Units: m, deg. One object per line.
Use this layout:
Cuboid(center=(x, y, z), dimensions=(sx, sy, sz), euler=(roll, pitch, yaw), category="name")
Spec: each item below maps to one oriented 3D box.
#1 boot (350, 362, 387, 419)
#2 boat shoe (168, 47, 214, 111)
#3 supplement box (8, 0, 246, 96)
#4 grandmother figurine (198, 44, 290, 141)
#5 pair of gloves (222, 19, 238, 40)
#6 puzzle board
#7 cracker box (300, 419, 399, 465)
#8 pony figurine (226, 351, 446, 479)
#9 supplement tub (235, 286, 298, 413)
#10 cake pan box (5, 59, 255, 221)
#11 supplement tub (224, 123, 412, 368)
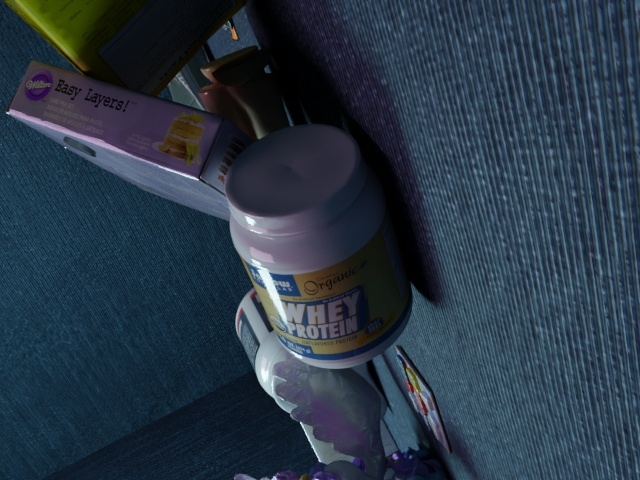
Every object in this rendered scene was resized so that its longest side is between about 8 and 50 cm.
Cuboid(center=(0.031, 0.217, 1.529), dimensions=(0.123, 0.095, 0.258), euler=(43, 161, 52), category="boot")
Cuboid(center=(-0.236, -0.313, 1.632), dimensions=(0.320, 0.103, 0.118), euler=(60, 155, -15), category="boat shoe")
Cuboid(center=(-0.228, -0.293, 0.825), dimensions=(0.195, 0.194, 0.356), euler=(42, 176, 9), category="supplement box")
Cuboid(center=(-0.047, -0.067, 1.075), dimensions=(0.208, 0.104, 0.343), euler=(-121, 9, -69), category="grandmother figurine")
Cuboid(center=(-0.138, -0.316, 1.185), dimensions=(0.083, 0.010, 0.074), euler=(52, 167, 54), category="pair of gloves")
Cuboid(center=(0.132, 0.207, 1.115), dimensions=(0.096, 0.011, 0.128), euler=(55, 170, 51), category="puzzle board")
Cuboid(center=(0.053, 0.396, 1.783), dimensions=(0.232, 0.155, 0.067), euler=(63, 173, 10), category="cracker box")
Cuboid(center=(0.042, 0.369, 1.271), dimensions=(0.350, 0.303, 0.363), euler=(25, -172, -1), category="pony figurine")
Cuboid(center=(-0.054, 0.209, 1.738), dimensions=(0.191, 0.191, 0.272), euler=(67, 172, -30), category="supplement tub")
Cuboid(center=(-0.148, -0.082, 0.905), dimensions=(0.245, 0.070, 0.267), euler=(21, 174, 27), category="cake pan box")
Cuboid(center=(0.000, 0.007, 0.797), dimensions=(0.144, 0.144, 0.200), euler=(56, 170, 47), category="supplement tub")
